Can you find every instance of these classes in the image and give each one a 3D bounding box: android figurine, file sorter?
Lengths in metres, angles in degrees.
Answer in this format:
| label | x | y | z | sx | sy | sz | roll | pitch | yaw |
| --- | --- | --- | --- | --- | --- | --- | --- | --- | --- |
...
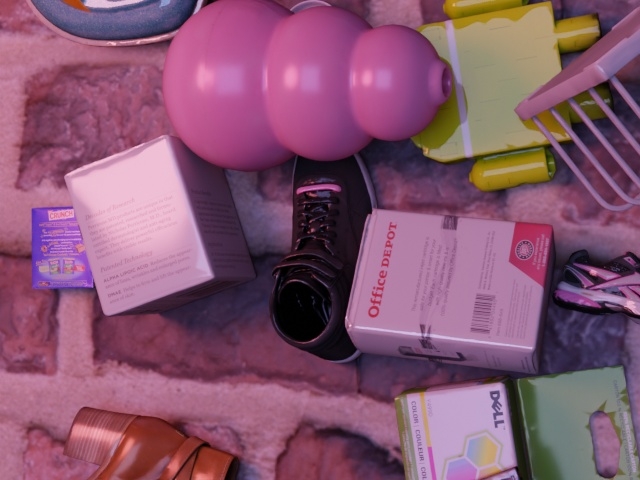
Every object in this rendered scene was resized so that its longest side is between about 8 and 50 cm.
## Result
| label | x | y | z | sx | sy | sz | roll | pitch | yaw |
| --- | --- | --- | --- | --- | --- | --- | --- | --- | --- |
| android figurine | 0.202 | -0.183 | 1.532 | 0.273 | 0.056 | 0.248 | -11 | 86 | 14 |
| file sorter | 0.361 | -0.150 | 1.339 | 0.193 | 0.278 | 0.173 | -40 | 92 | -7 |

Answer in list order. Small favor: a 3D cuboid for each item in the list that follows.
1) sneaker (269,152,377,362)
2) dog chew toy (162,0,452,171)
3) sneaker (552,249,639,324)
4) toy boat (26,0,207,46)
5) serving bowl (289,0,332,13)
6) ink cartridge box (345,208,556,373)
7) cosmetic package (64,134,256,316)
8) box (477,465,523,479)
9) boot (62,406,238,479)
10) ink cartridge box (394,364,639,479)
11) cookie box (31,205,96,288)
| label | x | y | z | sx | sy | sz | roll | pitch | yaw |
| --- | --- | --- | --- | --- | --- | --- | --- | --- | --- |
| sneaker | 0.000 | 0.000 | 1.540 | 0.105 | 0.147 | 0.295 | -4 | 86 | 18 |
| dog chew toy | -0.012 | -0.181 | 1.490 | 0.332 | 0.207 | 0.206 | 2 | 89 | 25 |
| sneaker | 0.359 | 0.052 | 1.473 | 0.178 | 0.072 | 0.077 | 13 | 81 | 11 |
| toy boat | -0.268 | -0.405 | 1.633 | 0.268 | 0.148 | 0.318 | 2 | 89 | 17 |
| serving bowl | -0.007 | -0.256 | 1.612 | 0.083 | 0.027 | 0.083 | -1 | 88 | 17 |
| ink cartridge box | 0.152 | 0.058 | 1.497 | 0.218 | 0.092 | 0.158 | 7 | 67 | 15 |
| cosmetic package | -0.195 | -0.015 | 1.597 | 0.152 | 0.151 | 0.183 | -20 | 82 | 16 |
| box | 0.199 | 0.330 | 1.432 | 0.094 | 0.027 | 0.137 | -22 | 83 | 13 |
| boot | -0.231 | 0.364 | 1.632 | 0.220 | 0.109 | 0.283 | 15 | 85 | 13 |
| ink cartridge box | 0.230 | 0.249 | 1.489 | 0.255 | 0.097 | 0.188 | -10 | 85 | 17 |
| cookie box | -0.328 | 0.009 | 1.693 | 0.092 | 0.040 | 0.107 | -1 | 88 | 17 |
